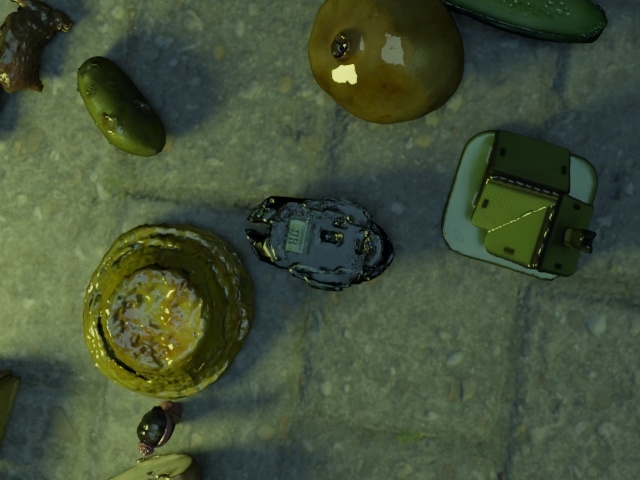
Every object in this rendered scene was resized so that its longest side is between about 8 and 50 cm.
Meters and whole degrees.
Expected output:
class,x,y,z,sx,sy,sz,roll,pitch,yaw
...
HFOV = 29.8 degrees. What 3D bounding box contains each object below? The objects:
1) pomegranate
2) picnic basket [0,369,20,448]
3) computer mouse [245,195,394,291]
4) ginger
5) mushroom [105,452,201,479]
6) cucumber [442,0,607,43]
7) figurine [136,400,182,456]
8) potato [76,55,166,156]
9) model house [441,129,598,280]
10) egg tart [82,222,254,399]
class,x,y,z,sx,sy,sz,roll,pitch,yaw
pomegranate,0.096,-0.281,1.776,0.233,0.233,0.233,1,95,5
picnic basket,-0.557,0.287,1.936,0.079,0.115,0.164,18,97,5
computer mouse,0.000,0.000,1.875,0.242,0.077,0.146,13,96,8
ginger,-0.508,-0.255,1.908,0.122,0.084,0.290,32,94,-20
mushroom,-0.287,0.451,1.917,0.286,0.156,0.151,-26,104,19
cucumber,0.310,-0.350,1.816,0.244,0.063,0.115,22,72,5
figurine,-0.258,0.292,1.901,0.054,0.129,0.072,37,98,-3
potato,-0.314,-0.211,1.876,0.085,0.105,0.188,-40,78,25
model house,0.300,-0.046,1.744,0.218,0.278,0.205,16,95,3
egg tart,-0.248,0.115,1.887,0.294,0.123,0.294,1,97,7
